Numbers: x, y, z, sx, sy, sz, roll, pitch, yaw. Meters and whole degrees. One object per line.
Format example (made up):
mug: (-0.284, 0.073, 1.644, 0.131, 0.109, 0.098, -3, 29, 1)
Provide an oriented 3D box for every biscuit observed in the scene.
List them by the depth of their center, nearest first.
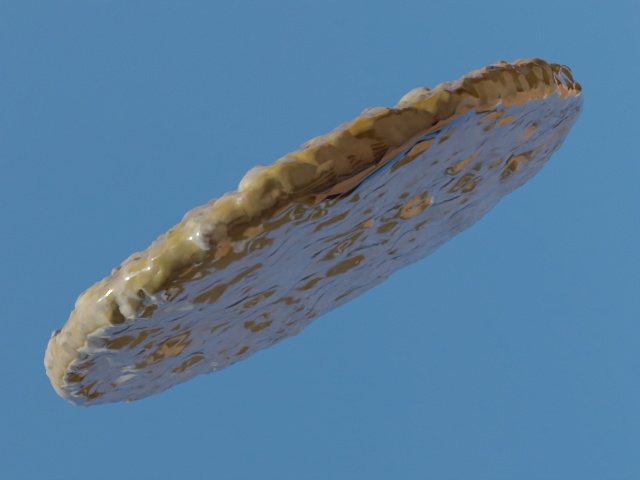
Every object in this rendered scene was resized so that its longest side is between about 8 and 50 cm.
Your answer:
biscuit: (0.000, 0.000, 0.355, 0.120, 0.120, 0.015, -24, -104, -29)
